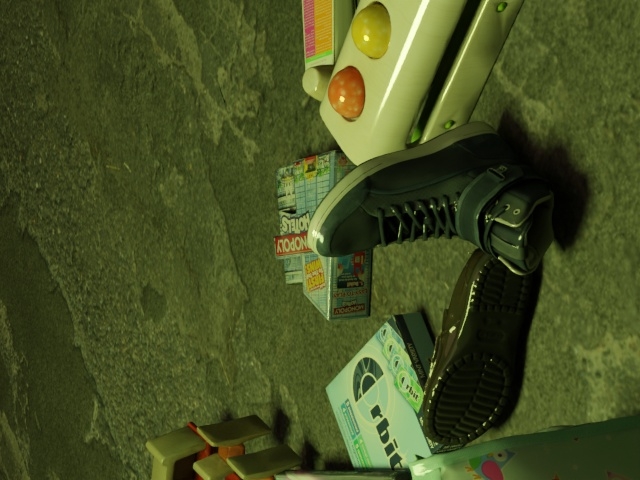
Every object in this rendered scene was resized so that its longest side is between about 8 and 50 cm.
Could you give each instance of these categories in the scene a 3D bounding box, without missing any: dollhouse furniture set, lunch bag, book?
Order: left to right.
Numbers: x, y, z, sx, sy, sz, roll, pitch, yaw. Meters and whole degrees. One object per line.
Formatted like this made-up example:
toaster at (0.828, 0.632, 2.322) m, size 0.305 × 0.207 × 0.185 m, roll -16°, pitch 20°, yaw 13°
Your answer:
dollhouse furniture set at (-0.117, 0.344, 1.851) m, size 0.259 × 0.135 × 0.262 m, roll 37°, pitch 127°, yaw 45°
book at (0.006, -0.269, 1.654) m, size 0.096 × 0.035 × 0.144 m, roll 0°, pitch 93°, yaw 63°
lunch bag at (0.201, 0.264, 1.141) m, size 0.160 × 0.262 × 0.223 m, roll -34°, pitch 65°, yaw 56°

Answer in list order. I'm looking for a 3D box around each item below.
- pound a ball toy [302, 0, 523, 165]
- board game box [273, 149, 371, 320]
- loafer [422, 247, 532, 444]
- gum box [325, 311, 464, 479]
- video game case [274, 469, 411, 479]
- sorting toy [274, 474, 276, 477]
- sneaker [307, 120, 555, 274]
pound a ball toy at (0.068, -0.220, 1.443) m, size 0.208 × 0.136 × 0.319 m, roll 59°, pitch 139°, yaw 37°
board game box at (0.000, 0.000, 1.664) m, size 0.194 × 0.060 × 0.194 m, roll -10°, pitch 84°, yaw 60°
loafer at (0.156, 0.103, 1.403) m, size 0.078 × 0.080 × 0.220 m, roll -111°, pitch 37°, yaw -69°
gum box at (0.082, 0.192, 1.559) m, size 0.184 × 0.041 × 0.157 m, roll -54°, pitch 49°, yaw 49°
video game case at (0.052, 0.356, 1.597) m, size 0.274 × 0.026 × 0.196 m, roll -16°, pitch 96°, yaw 60°
sorting toy at (-0.065, 0.344, 1.860) m, size 0.083 × 0.012 × 0.062 m, roll 63°, pitch 142°, yaw 35°
sneaker at (0.114, -0.017, 1.316) m, size 0.163 × 0.226 × 0.086 m, roll 50°, pitch 161°, yaw 41°
